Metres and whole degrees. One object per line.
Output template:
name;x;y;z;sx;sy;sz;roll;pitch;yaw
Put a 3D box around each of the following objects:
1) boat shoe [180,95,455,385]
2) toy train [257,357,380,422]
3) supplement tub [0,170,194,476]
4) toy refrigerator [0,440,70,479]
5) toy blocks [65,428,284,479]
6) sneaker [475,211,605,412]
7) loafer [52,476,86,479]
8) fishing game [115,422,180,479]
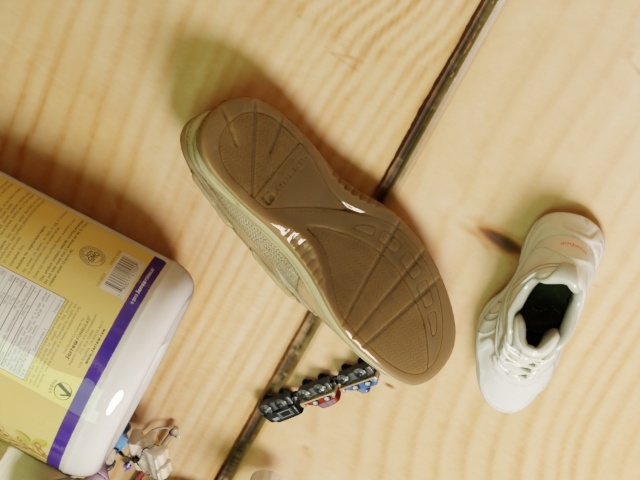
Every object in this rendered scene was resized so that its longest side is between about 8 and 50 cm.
boat shoe;0.000;0.000;1.496;0.341;0.121;0.110;50;160;-14
toy train;0.002;0.161;1.642;0.158;0.027;0.036;-24;116;30
supplement tub;-0.320;0.064;1.550;0.331;0.241;0.241;27;127;-1
toy refrigerator;-0.379;0.244;1.678;0.102;0.094;0.269;39;167;-36
toy blocks;-0.180;0.409;1.700;0.288;0.260;0.309;7;132;14
sneaker;0.196;0.087;1.474;0.090;0.115;0.232;18;126;6
loafer;-0.270;0.391;1.573;0.111;0.112;0.319;41;130;43
fishing game;-0.296;0.187;1.750;0.264;0.041;0.189;34;129;-6
